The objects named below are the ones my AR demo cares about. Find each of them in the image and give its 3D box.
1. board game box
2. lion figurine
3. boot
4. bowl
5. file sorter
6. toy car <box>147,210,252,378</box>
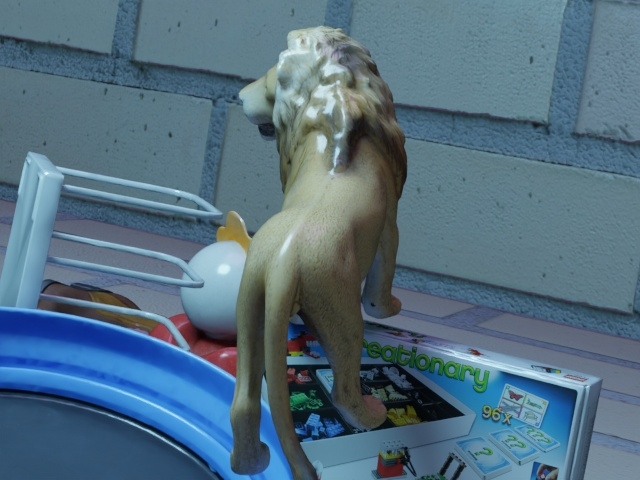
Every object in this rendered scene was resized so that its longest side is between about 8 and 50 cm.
[{"bbox_3d":[0.075,0.178,1.209,0.305,0.193,0.053,13,8,25],"label":"board game box"},{"bbox_3d":[0.000,0.000,1.087,0.142,0.240,0.392,-1,29,2],"label":"lion figurine"},{"bbox_3d":[-0.222,0.138,1.768,0.280,0.096,0.264,18,0,11],"label":"boot"},{"bbox_3d":[-0.207,0.168,1.038,0.391,0.077,0.391,13,19,-5],"label":"bowl"},{"bbox_3d":[-0.216,0.077,1.327,0.173,0.277,0.193,12,5,-17],"label":"file sorter"},{"bbox_3d":[-0.115,0.081,1.581,0.219,0.238,0.210,7,7,-29],"label":"toy car"}]
